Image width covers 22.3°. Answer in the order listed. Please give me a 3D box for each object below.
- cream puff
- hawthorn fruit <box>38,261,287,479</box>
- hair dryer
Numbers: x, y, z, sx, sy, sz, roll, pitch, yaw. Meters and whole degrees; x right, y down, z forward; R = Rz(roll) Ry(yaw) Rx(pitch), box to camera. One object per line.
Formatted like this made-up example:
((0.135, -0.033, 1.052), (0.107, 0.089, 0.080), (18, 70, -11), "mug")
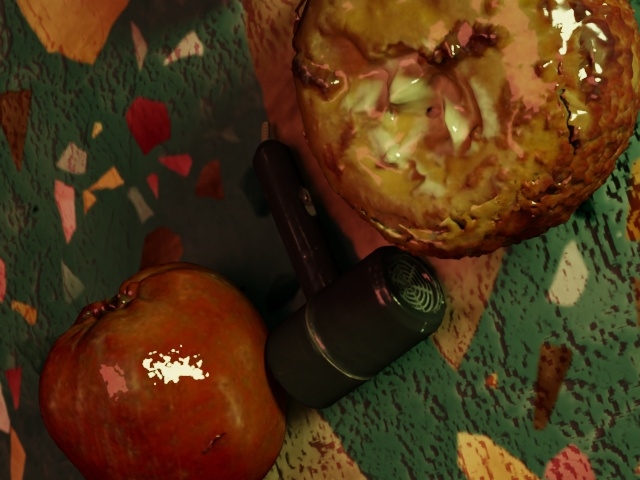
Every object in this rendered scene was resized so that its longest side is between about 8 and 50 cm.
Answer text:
((0.094, -0.110, 1.024), (0.240, 0.164, 0.240), (20, 120, 38), "cream puff")
((-0.103, 0.123, 1.196), (0.185, 0.185, 0.202), (-31, 94, 36), "hawthorn fruit")
((0.000, 0.000, 1.176), (0.124, 0.071, 0.219), (-41, 60, 32), "hair dryer")
